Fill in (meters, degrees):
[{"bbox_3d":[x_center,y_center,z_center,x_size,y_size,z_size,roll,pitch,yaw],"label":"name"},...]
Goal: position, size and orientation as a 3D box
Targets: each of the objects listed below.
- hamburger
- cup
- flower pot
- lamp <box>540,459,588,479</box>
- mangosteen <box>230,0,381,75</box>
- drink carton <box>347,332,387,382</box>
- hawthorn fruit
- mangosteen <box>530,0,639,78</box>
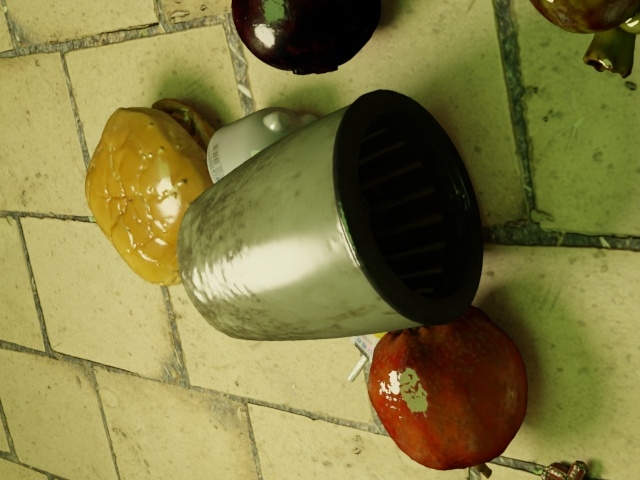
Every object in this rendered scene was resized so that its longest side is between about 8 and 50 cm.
[{"bbox_3d":[-0.255,-0.080,1.727,0.319,0.158,0.318,22,123,37],"label":"hamburger"},{"bbox_3d":[-0.063,-0.108,1.531,0.142,0.134,0.173,-18,92,47],"label":"cup"},{"bbox_3d":[0.000,0.000,1.352,0.330,0.294,0.293,-20,92,38],"label":"flower pot"},{"bbox_3d":[0.328,0.321,1.389,0.083,0.031,0.063,-20,91,52],"label":"lamp"},{"bbox_3d":[-0.019,-0.329,1.351,0.194,0.194,0.230,7,102,45],"label":"mangosteen"},{"bbox_3d":[0.094,0.127,1.512,0.084,0.075,0.200,44,134,27],"label":"drink carton"},{"bbox_3d":[0.177,0.210,1.381,0.205,0.205,0.253,-19,103,48],"label":"hawthorn fruit"},{"bbox_3d":[0.277,-0.346,0.985,0.297,0.313,0.296,-33,42,36],"label":"mangosteen"}]
